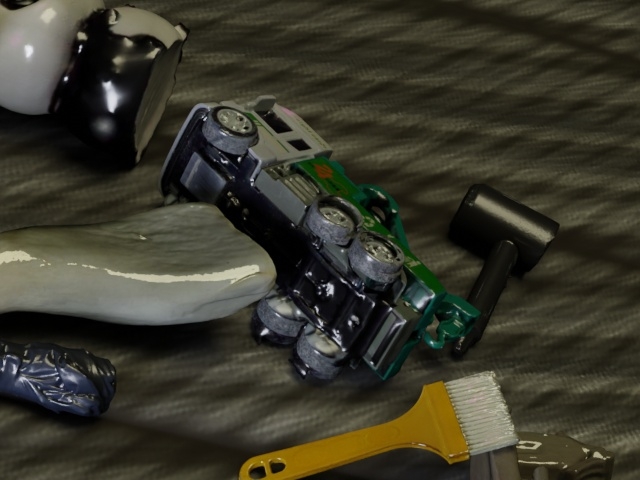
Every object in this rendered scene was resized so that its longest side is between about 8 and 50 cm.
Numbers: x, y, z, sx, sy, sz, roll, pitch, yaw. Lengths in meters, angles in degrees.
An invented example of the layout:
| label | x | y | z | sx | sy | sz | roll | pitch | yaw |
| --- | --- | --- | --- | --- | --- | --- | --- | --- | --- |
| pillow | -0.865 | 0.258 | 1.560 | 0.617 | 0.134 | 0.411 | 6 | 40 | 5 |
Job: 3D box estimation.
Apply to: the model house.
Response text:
| label | x | y | z | sx | sy | sz | roll | pitch | yaw |
| --- | --- | --- | --- | --- | --- | --- | --- | --- | --- |
| model house | 0.235 | 0.269 | 1.868 | 0.188 | 0.122 | 0.229 | 16 | 37 | -14 |

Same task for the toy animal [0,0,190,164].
| label | x | y | z | sx | sy | sz | roll | pitch | yaw |
| --- | --- | --- | --- | --- | --- | --- | --- | --- | --- |
| toy animal | -0.278 | -0.205 | 2.102 | 0.235 | 0.165 | 0.187 | 27 | 17 | 2 |

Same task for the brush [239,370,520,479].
| label | x | y | z | sx | sy | sz | roll | pitch | yaw |
| --- | --- | --- | --- | --- | --- | --- | --- | --- | --- |
| brush | 0.052 | 0.196 | 1.845 | 0.272 | 0.013 | 0.103 | -15 | 42 | -2 |

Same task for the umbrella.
| label | x | y | z | sx | sy | sz | roll | pitch | yaw |
| --- | --- | --- | --- | --- | --- | --- | --- | --- | --- |
| umbrella | -0.315 | 0.113 | 1.805 | 0.248 | 0.071 | 0.071 | 16 | 40 | -12 |

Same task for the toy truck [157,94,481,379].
| label | x | y | z | sx | sy | sz | roll | pitch | yaw |
| --- | --- | --- | --- | --- | --- | --- | --- | --- | --- |
| toy truck | -0.006 | 0.000 | 2.023 | 0.363 | 0.176 | 0.178 | 42 | 33 | 20 |

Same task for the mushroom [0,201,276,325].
| label | x | y | z | sx | sy | sz | roll | pitch | yaw |
| --- | --- | --- | --- | --- | --- | --- | --- | --- | --- |
| mushroom | -0.224 | 0.030 | 1.889 | 0.328 | 0.159 | 0.122 | -5 | 90 | -27 |

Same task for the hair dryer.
| label | x | y | z | sx | sy | sz | roll | pitch | yaw |
| --- | --- | --- | --- | --- | --- | --- | --- | --- | --- |
| hair dryer | 0.179 | 0.040 | 2.157 | 0.114 | 0.070 | 0.248 | 28 | 48 | 3 |
